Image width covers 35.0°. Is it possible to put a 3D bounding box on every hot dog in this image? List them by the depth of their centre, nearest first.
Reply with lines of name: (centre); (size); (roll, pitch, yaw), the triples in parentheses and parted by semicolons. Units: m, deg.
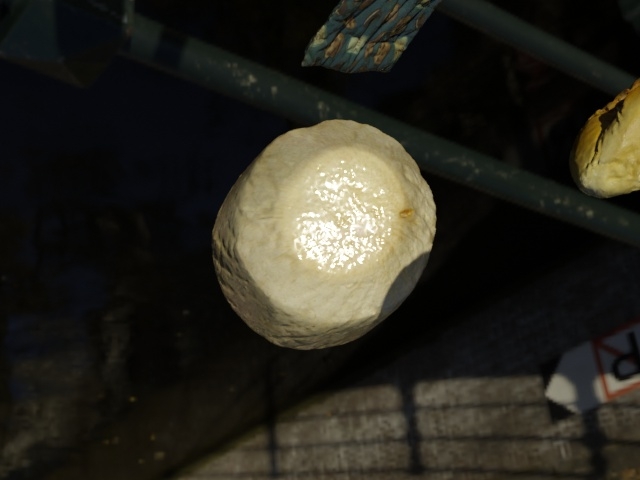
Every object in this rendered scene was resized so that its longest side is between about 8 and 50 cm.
hot dog: (0.285, -0.101, 0.701); (0.242, 0.084, 0.073); (-17, 105, 22)

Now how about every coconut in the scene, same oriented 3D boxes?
coconut: (0.000, 0.000, 1.347); (0.329, 0.329, 0.329); (-4, 148, -3)

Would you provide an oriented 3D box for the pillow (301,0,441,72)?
pillow: (0.087, -0.319, 1.457); (0.255, 0.034, 0.189); (-11, 141, -57)
